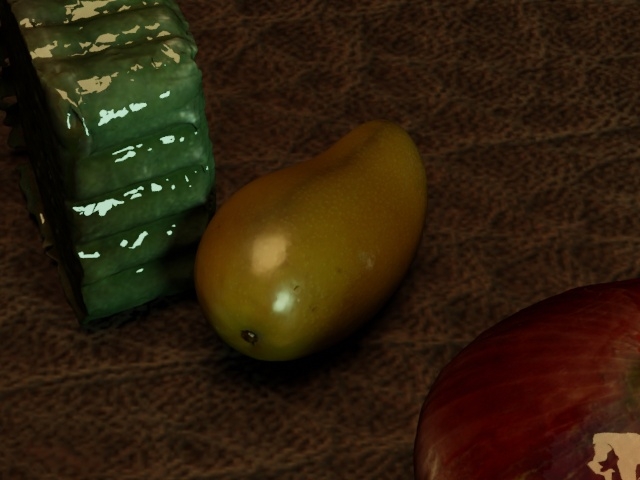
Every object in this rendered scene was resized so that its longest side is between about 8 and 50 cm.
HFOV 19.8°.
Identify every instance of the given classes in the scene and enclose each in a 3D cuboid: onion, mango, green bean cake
[{"bbox_3d":[0.171,0.107,0.891,0.248,0.161,0.248,6,24,-3],"label":"onion"},{"bbox_3d":[0.000,0.000,1.027,0.102,0.085,0.184,55,45,-8],"label":"mango"},{"bbox_3d":[-0.122,-0.071,1.036,0.094,0.173,0.181,-15,45,-16],"label":"green bean cake"}]
